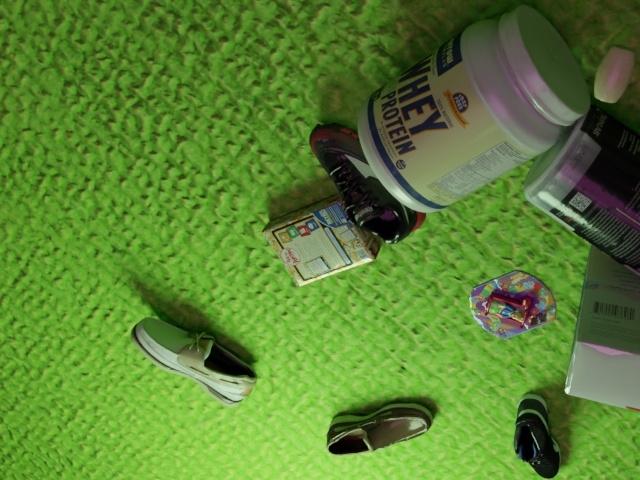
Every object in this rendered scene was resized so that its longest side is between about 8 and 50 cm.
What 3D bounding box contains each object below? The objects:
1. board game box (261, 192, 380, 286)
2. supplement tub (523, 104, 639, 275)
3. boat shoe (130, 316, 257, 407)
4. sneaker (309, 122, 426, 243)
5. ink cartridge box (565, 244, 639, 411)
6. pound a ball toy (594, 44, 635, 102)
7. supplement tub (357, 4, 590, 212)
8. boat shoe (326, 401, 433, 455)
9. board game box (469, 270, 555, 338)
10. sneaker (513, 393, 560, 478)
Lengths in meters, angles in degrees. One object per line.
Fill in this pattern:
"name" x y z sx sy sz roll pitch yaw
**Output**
"board game box" 0.000 0.000 1.982 0.193 0.045 0.147 -20 113 31
"supplement tub" 0.513 -0.066 1.642 0.316 0.193 0.193 34 127 -2
"boat shoe" -0.277 0.254 2.225 0.302 0.113 0.103 33 127 -15
"sneaker" 0.077 -0.100 1.831 0.276 0.135 0.097 46 128 -9
"ink cartridge box" 0.554 0.146 1.694 0.226 0.306 0.131 12 126 14
"pound a ball toy" 0.519 -0.293 1.412 0.208 0.319 0.136 18 126 10
"supplement tub" 0.248 -0.212 1.626 0.324 0.235 0.235 -31 106 34
"boat shoe" 0.127 0.429 2.180 0.257 0.095 0.095 -19 113 31
"board game box" 0.370 0.135 1.932 0.168 0.033 0.133 -26 109 32
"sneaker" 0.439 0.436 2.045 0.079 0.121 0.217 -6 119 26
